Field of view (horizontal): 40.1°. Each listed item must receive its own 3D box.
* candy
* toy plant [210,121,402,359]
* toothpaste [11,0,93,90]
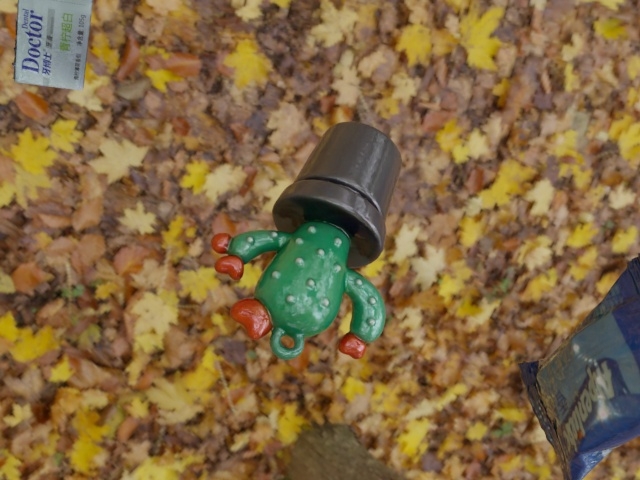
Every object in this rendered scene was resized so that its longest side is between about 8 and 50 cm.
[{"bbox_3d":[0.331,0.166,1.045,0.077,0.187,0.331,-6,149,-14],"label":"candy"},{"bbox_3d":[0.009,0.008,1.371,0.279,0.185,0.400,44,52,-26],"label":"toy plant"},{"bbox_3d":[-0.274,-0.313,0.922,0.081,0.067,0.337,5,135,-17],"label":"toothpaste"}]
